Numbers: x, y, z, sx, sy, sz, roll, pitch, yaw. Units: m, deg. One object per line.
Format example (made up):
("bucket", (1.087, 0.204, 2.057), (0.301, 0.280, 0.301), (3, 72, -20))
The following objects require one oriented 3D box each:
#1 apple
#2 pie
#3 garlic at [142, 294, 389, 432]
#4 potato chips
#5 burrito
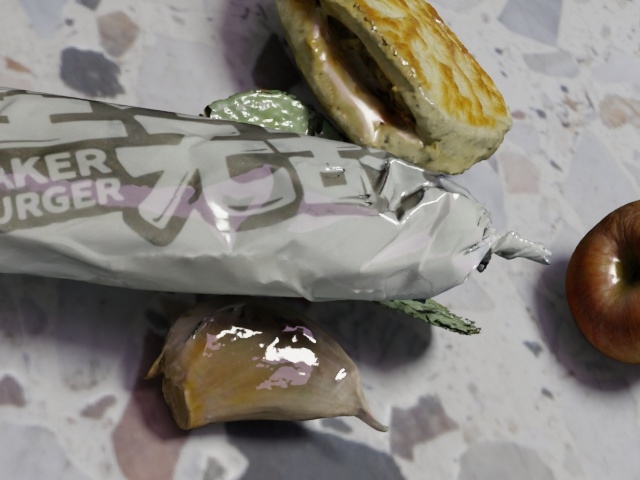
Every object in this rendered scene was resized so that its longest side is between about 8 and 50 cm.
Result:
("apple", (0.241, 0.034, 1.109), (0.102, 0.126, 0.126), (29, 42, -48))
("pie", (0.048, -0.131, 1.115), (0.205, 0.084, 0.179), (52, 22, 10))
("garlic", (-0.036, 0.076, 0.942), (0.152, 0.066, 0.084), (3, 85, -26))
("potato chips", (0.005, -0.004, 1.021), (0.167, 0.059, 0.228), (-17, 63, -45))
("burrito", (-0.082, -0.022, 0.901), (0.445, 0.101, 0.139), (7, 22, -12))
